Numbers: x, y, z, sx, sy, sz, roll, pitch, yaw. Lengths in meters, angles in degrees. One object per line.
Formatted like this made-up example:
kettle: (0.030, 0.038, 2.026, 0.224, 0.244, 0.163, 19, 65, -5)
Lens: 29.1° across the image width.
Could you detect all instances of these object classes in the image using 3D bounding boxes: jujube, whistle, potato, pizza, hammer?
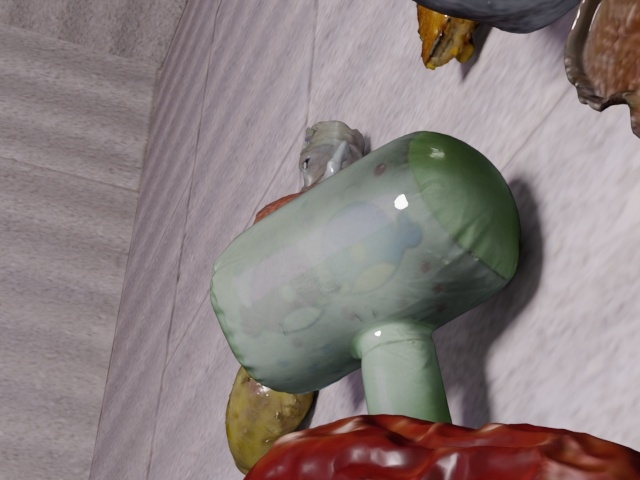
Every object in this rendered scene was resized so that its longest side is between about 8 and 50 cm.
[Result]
jujube: (0.057, 0.147, 0.527, 0.230, 0.155, 0.155, -17, 56, 45)
whistle: (-0.001, -0.001, 1.013, 0.346, 0.134, 0.142, -85, -21, -58)
potato: (-0.052, 0.157, 1.138, 0.091, 0.070, 0.138, -98, 26, -58)
pizza: (0.109, -0.190, 0.933, 0.178, 0.041, 0.131, 138, 147, -64)
hammer: (0.045, 0.104, 0.723, 0.206, 0.119, 0.335, -33, 51, 29)

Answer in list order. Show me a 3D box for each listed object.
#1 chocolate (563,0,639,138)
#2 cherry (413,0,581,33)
chocolate: (0.188, -0.134, 0.485, 0.148, 0.093, 0.214, -122, 49, -72)
cherry: (0.107, -0.264, 0.678, 0.255, 0.218, 0.296, -120, 35, -70)
